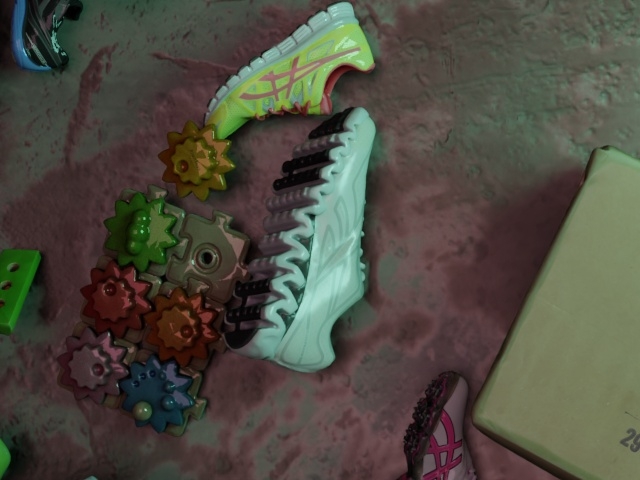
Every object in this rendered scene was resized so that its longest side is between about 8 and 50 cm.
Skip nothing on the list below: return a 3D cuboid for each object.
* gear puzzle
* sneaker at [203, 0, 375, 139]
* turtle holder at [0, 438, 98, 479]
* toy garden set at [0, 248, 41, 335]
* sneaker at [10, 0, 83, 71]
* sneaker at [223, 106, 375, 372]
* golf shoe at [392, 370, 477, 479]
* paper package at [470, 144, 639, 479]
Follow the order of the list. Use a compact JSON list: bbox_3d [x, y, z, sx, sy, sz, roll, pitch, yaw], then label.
[{"bbox_3d":[-0.167,0.037,1.344,0.175,0.044,0.339,22,98,12],"label":"gear puzzle"},{"bbox_3d":[-0.033,-0.162,1.344,0.208,0.081,0.094,-35,90,11],"label":"sneaker"},{"bbox_3d":[-0.287,0.353,1.292,0.227,0.243,0.320,-44,38,-10],"label":"turtle holder"},{"bbox_3d":[-0.448,0.097,1.378,0.244,0.049,0.204,2,48,11],"label":"toy garden set"},{"bbox_3d":[-0.308,-0.282,1.422,0.078,0.067,0.188,2,83,-10],"label":"sneaker"},{"bbox_3d":[0.000,0.000,1.319,0.118,0.110,0.292,27,76,-25],"label":"sneaker"},{"bbox_3d":[0.125,0.227,1.289,0.086,0.067,0.186,16,92,-9],"label":"golf shoe"},{"bbox_3d":[0.344,0.115,1.199,0.325,0.168,0.309,26,92,12],"label":"paper package"}]
